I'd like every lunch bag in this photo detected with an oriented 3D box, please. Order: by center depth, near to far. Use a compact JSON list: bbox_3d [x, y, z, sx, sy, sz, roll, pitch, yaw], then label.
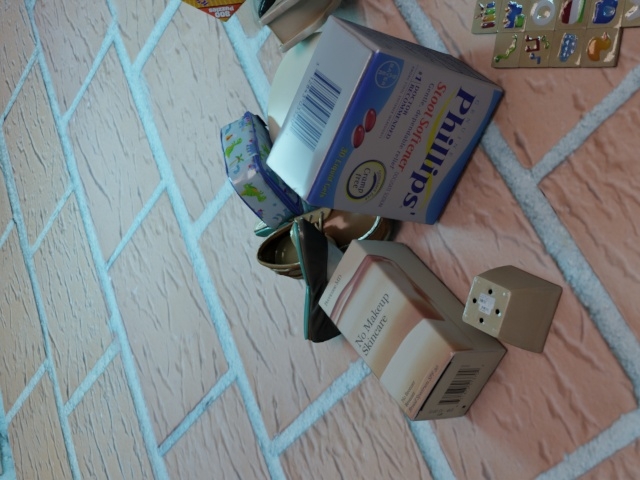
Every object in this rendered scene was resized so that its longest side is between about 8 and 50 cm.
[{"bbox_3d":[-0.114,-0.139,1.741,0.090,0.176,0.219,-30,40,12],"label":"lunch bag"}]

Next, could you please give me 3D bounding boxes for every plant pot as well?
[{"bbox_3d":[0.279,0.101,1.328,0.109,0.096,0.109,27,106,48],"label":"plant pot"}]

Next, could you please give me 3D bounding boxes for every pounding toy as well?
[{"bbox_3d":[-0.049,-0.497,1.706,0.154,0.155,0.269,-19,30,43],"label":"pounding toy"}]

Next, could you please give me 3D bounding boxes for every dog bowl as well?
[{"bbox_3d":[0.016,-0.259,1.678,0.265,0.104,0.264,-8,79,49],"label":"dog bowl"}]

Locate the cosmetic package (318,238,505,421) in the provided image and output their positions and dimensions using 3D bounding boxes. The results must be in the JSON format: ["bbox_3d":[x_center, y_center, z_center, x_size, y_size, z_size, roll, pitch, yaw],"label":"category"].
[{"bbox_3d":[0.143,0.142,1.457,0.296,0.129,0.153,48,122,42],"label":"cosmetic package"}]

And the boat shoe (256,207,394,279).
[{"bbox_3d":[0.000,0.000,1.650,0.324,0.120,0.122,-29,64,44],"label":"boat shoe"}]

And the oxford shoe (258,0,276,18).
[{"bbox_3d":[-0.067,-0.563,1.845,0.227,0.083,0.096,-58,35,19],"label":"oxford shoe"}]

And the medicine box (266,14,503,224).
[{"bbox_3d":[0.104,-0.185,1.422,0.149,0.289,0.263,47,120,44],"label":"medicine box"}]

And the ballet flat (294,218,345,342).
[{"bbox_3d":[0.009,0.070,1.588,0.095,0.096,0.280,-95,1,-49],"label":"ballet flat"}]

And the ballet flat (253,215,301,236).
[{"bbox_3d":[-0.085,-0.045,1.808,0.168,0.057,0.052,-11,68,48],"label":"ballet flat"}]

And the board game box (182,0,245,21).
[{"bbox_3d":[-0.250,-0.752,1.806,0.356,0.356,0.356,-36,46,41],"label":"board game box"}]

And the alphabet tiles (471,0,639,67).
[{"bbox_3d":[0.377,-0.406,1.347,0.343,0.011,0.285,13,94,50],"label":"alphabet tiles"}]
